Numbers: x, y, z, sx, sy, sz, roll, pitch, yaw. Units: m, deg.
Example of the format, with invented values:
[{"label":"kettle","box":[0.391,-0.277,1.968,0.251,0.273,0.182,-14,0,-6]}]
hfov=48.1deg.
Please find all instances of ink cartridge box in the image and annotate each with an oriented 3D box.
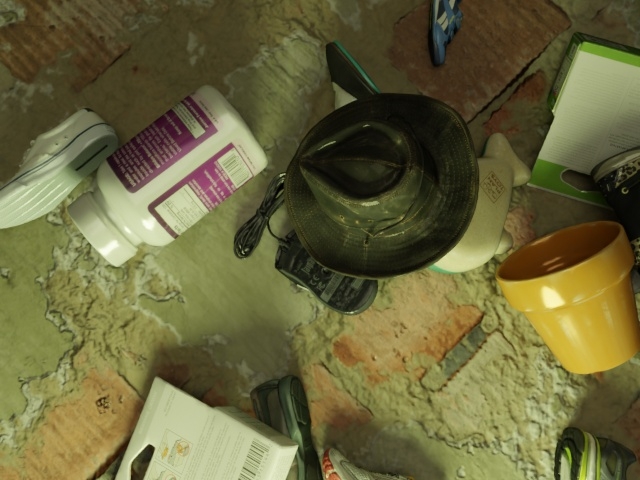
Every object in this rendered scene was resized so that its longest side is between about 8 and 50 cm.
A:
[{"label":"ink cartridge box","box":[-0.202,0.400,1.129,0.261,0.066,0.297,21,89,29]},{"label":"ink cartridge box","box":[0.476,-0.198,1.218,0.188,0.097,0.255,16,117,2]}]

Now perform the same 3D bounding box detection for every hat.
[{"label":"hat","box":[0.061,-0.097,1.069,0.331,0.134,0.332,-7,76,29]}]

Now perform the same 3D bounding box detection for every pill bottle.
[{"label":"pill bottle","box":[-0.248,-0.099,1.157,0.301,0.169,0.169,-38,84,-5]}]

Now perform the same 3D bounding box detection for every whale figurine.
[{"label":"whale figurine","box":[0.234,-0.062,1.187,0.216,0.141,0.272,49,62,-8]}]

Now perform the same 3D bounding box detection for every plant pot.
[{"label":"plant pot","box":[0.408,0.097,1.130,0.205,0.205,0.188,-26,99,-3]}]

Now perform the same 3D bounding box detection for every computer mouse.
[{"label":"computer mouse","box":[0.000,0.000,1.202,0.262,0.060,0.184,28,87,15]}]

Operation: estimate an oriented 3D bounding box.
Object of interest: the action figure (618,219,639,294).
[{"label":"action figure","box":[0.600,0.001,1.187,0.285,0.099,0.185,-42,92,-1]}]

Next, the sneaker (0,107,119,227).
[{"label":"sneaker","box":[-0.462,-0.122,1.210,0.258,0.094,0.091,-38,66,-9]}]

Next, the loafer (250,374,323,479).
[{"label":"loafer","box":[-0.051,0.355,1.148,0.084,0.096,0.268,-15,75,17]}]

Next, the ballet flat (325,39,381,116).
[{"label":"ballet flat","box":[0.090,-0.215,1.214,0.280,0.095,0.096,44,96,5]}]

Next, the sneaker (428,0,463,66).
[{"label":"sneaker","box":[0.220,-0.375,1.253,0.059,0.053,0.144,6,84,-1]}]

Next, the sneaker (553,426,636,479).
[{"label":"sneaker","box":[0.434,0.452,1.120,0.121,0.111,0.300,8,85,-3]}]

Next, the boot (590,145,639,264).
[{"label":"boot","box":[0.566,-0.076,1.114,0.236,0.085,0.179,-21,71,18]}]

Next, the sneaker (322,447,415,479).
[{"label":"sneaker","box":[0.099,0.405,1.145,0.225,0.088,0.093,37,64,4]}]
